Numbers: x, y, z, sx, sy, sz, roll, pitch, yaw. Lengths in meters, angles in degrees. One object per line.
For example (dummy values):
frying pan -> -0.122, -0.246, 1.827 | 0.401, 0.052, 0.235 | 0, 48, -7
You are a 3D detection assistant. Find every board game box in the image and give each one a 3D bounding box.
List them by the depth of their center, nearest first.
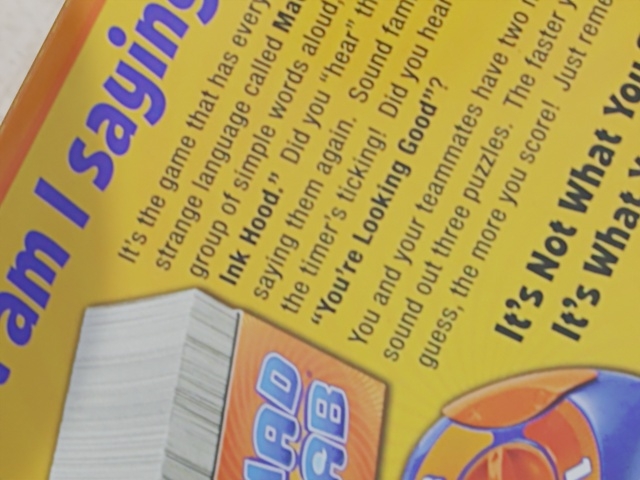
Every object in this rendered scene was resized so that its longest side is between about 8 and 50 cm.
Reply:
board game box -> 0.055, 0.074, 0.715 | 0.356, 0.356, 0.356 | 26, 86, 5
